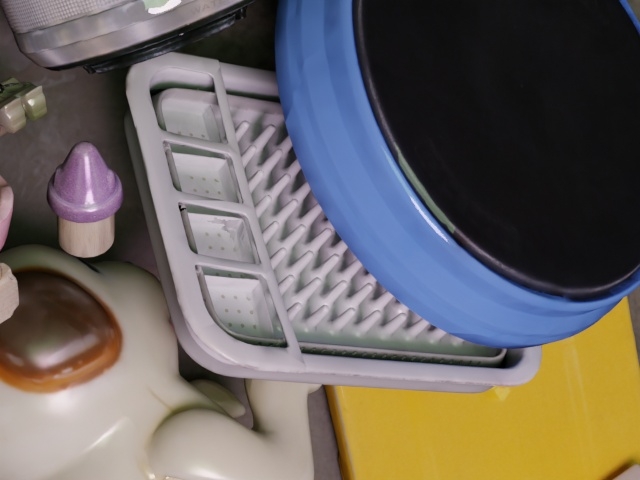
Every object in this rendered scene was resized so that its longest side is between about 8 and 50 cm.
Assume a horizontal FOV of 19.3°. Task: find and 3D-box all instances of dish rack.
[{"bbox_3d":[0.000,0.000,1.465,0.333,0.072,0.285,6,52,-34],"label":"dish rack"}]

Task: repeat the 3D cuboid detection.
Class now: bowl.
[{"bbox_3d":[0.138,-0.110,1.487,0.391,0.077,0.391,18,60,-35],"label":"bowl"}]

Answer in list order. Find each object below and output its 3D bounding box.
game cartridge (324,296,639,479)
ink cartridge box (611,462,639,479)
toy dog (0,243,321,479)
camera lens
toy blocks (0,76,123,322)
[{"bbox_3d":[0.143,0.125,1.653,0.285,0.052,0.324,-15,105,-15],"label":"game cartridge"},{"bbox_3d":[0.242,0.326,1.661,0.219,0.092,0.160,-34,123,-6],"label":"ink cartridge box"},{"bbox_3d":[-0.179,0.202,1.447,0.395,0.284,0.408,-19,93,-23],"label":"toy dog"},{"bbox_3d":[-0.161,-0.276,1.399,0.219,0.219,0.274,-24,105,-13],"label":"camera lens"},{"bbox_3d":[-0.297,-0.100,1.263,0.309,0.288,0.260,-36,148,-33],"label":"toy blocks"}]
